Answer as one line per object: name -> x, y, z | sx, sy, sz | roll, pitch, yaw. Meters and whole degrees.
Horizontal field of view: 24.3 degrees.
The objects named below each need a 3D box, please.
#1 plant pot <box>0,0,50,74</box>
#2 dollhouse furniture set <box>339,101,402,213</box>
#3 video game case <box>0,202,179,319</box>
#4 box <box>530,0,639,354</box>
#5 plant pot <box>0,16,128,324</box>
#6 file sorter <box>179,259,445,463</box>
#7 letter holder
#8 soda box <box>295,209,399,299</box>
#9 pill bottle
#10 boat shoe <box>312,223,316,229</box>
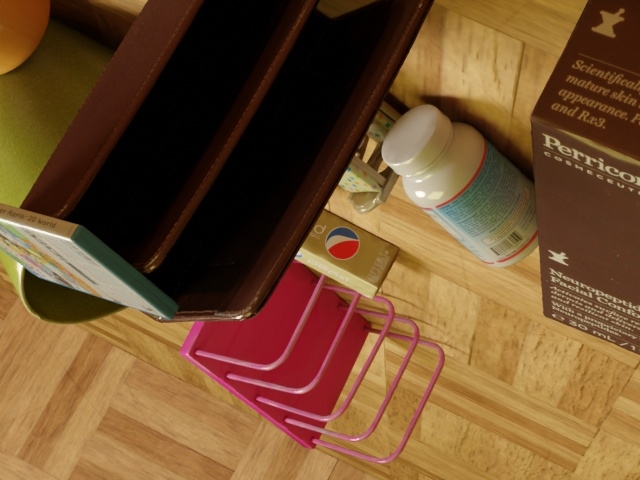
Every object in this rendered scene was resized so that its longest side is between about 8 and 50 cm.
plant pot -> -0.366, -0.246, 1.432 | 0.205, 0.205, 0.188 | 20, 178, 28
dollhouse furniture set -> -0.028, -0.115, 1.391 | 0.182, 0.101, 0.161 | 36, 163, -25
video game case -> -0.196, 0.009, 1.108 | 0.166, 0.015, 0.119 | 14, 159, 42
box -> 0.271, -0.025, 1.098 | 0.191, 0.143, 0.381 | 24, 162, 19
plant pot -> -0.275, -0.110, 1.583 | 0.293, 0.275, 0.275 | 48, 173, 25
file sorter -> 0.003, 0.143, 1.977 | 0.182, 0.202, 0.290 | 8, 155, 44
letter holder -> -0.071, -0.101, 1.137 | 0.152, 0.302, 0.214 | 35, 163, -22
soda box -> 0.000, 0.000, 1.787 | 0.181, 0.058, 0.061 | 28, 164, 4
pill bottle -> 0.131, -0.051, 1.345 | 0.160, 0.087, 0.087 | 39, 161, -32
boat shoe -> -0.138, -0.082, 1.706 | 0.341, 0.122, 0.110 | 18, -164, 25
